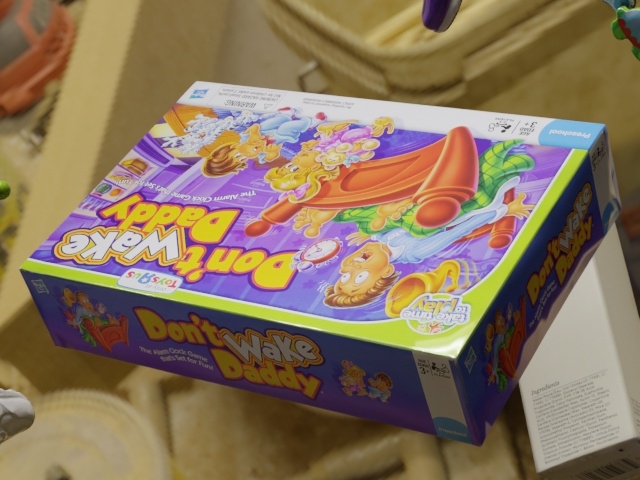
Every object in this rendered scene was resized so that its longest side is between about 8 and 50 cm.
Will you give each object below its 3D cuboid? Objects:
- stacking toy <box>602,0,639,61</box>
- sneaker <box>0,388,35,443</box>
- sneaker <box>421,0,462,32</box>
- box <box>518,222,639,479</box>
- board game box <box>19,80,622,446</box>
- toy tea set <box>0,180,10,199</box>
[{"bbox_3d":[0.147,-0.183,0.861,0.052,0.221,0.167,-45,-6,20],"label":"stacking toy"},{"bbox_3d":[-0.388,0.233,1.621,0.115,0.232,0.090,55,131,15],"label":"sneaker"},{"bbox_3d":[0.088,-0.267,1.356,0.071,0.170,0.068,-8,9,-5],"label":"sneaker"},{"bbox_3d":[0.252,0.098,1.504,0.113,0.094,0.275,-24,56,28],"label":"box"},{"bbox_3d":[0.000,0.000,1.065,0.347,0.078,0.233,9,45,32],"label":"board game box"},{"bbox_3d":[-0.406,-0.050,1.619,0.124,0.200,0.336,-6,17,-32],"label":"toy tea set"}]
